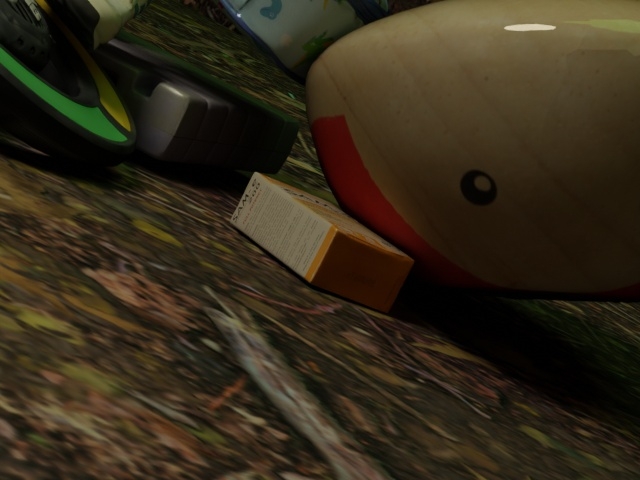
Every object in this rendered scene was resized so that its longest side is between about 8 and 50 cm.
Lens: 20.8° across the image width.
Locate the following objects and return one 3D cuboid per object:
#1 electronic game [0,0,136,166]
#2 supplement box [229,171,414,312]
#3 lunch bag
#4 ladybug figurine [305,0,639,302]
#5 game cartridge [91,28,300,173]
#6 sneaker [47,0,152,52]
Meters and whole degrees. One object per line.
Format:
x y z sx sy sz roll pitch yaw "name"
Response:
-0.187 -0.130 0.977 0.229 0.048 0.229 47 9 -10 "electronic game"
0.000 0.000 1.003 0.062 0.036 0.098 22 8 -37 "supplement box"
-0.049 -0.207 1.154 0.219 0.090 0.176 52 6 10 "lunch bag"
0.140 -0.044 1.097 0.305 0.161 0.449 3 -3 6 "ladybug figurine"
-0.204 -0.143 1.232 0.355 0.068 0.230 28 4 17 "game cartridge"
-0.126 -0.160 1.055 0.057 0.075 0.161 51 2 -11 "sneaker"
